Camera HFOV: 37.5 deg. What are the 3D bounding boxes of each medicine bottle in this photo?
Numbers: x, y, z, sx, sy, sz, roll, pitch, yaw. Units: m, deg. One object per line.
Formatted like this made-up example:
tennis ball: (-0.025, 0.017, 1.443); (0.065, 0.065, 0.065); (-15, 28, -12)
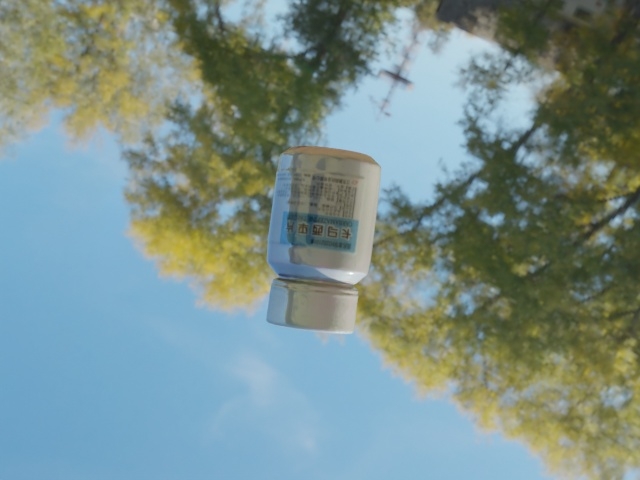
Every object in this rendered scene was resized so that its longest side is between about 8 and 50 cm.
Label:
medicine bottle: (0.000, 0.000, 0.470); (0.052, 0.089, 0.052); (7, 179, 0)
